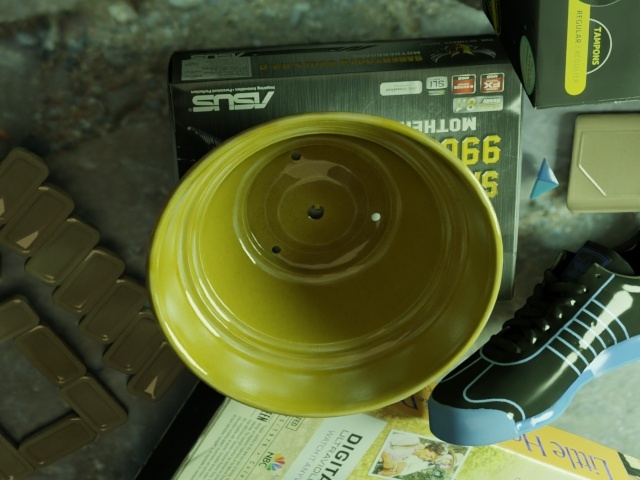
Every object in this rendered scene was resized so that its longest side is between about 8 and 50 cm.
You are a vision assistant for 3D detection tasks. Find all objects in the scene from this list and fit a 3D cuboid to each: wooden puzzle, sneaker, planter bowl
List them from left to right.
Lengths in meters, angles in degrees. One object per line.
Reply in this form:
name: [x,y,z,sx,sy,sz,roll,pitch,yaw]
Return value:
planter bowl: [0.000,0.000,0.858,0.217,0.090,0.217,-2,119,-4]
sneaker: [0.166,0.058,0.947,0.232,0.081,0.090,-25,117,-26]
wooden puzzle: [0.210,-0.055,0.957,0.116,0.014,0.078,5,114,-8]

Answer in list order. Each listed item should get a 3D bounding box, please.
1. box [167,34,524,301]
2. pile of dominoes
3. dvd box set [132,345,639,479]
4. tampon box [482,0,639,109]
box: [0.018,-0.041,0.922,0.231,0.056,0.183,-3,119,-3]
pile of dominoes: [-0.221,0.053,0.978,0.196,0.040,0.251,-28,126,10]
dvd box set: [0.055,0.246,1.053,0.420,0.062,0.307,21,119,-22]
tampon box: [0.159,-0.166,0.805,0.101,0.161,0.120,-5,119,-2]
